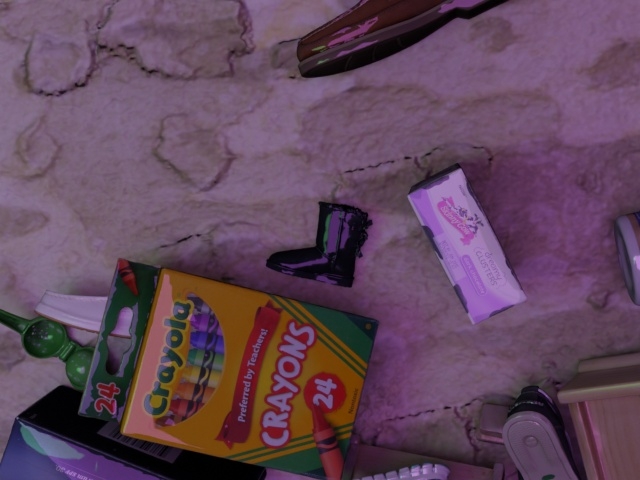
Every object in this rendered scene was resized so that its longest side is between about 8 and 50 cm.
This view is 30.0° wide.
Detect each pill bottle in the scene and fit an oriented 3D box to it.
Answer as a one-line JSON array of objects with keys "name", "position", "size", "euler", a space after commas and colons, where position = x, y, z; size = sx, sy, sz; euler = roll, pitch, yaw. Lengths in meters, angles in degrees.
[{"name": "pill bottle", "position": [0.452, 0.006, 1.413], "size": [0.187, 0.112, 0.112], "euler": [-12, 94, 6]}]

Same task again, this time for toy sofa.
[{"name": "toy sofa", "position": [0.419, 0.313, 1.443], "size": [0.150, 0.177, 0.362], "euler": [-13, 95, 31]}]

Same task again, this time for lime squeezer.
[{"name": "lime squeezer", "position": [-0.320, 0.143, 1.502], "size": [0.310, 0.110, 0.059], "euler": [37, 77, -2]}]

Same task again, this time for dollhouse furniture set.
[{"name": "dollhouse furniture set", "position": [0.071, 0.372, 1.521], "size": [0.303, 0.174, 0.355], "euler": [10, 67, 17]}]

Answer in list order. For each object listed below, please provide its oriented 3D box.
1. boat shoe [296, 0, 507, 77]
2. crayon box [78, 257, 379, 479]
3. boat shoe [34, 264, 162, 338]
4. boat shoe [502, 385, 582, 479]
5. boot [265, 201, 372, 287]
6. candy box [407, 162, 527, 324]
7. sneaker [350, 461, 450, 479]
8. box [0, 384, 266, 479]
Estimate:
[{"name": "boat shoe", "position": [0.102, -0.292, 1.428], "size": [0.307, 0.111, 0.104], "euler": [-24, 89, -3]}, {"name": "crayon box", "position": [-0.109, 0.153, 1.419], "size": [0.319, 0.081, 0.202], "euler": [14, 87, -10]}, {"name": "boat shoe", "position": [-0.213, 0.077, 1.493], "size": [0.277, 0.098, 0.096], "euler": [8, 89, -8]}, {"name": "boat shoe", "position": [0.283, 0.286, 1.465], "size": [0.084, 0.079, 0.233], "euler": [-12, 115, 18]}, {"name": "boot", "position": [0.000, 0.000, 1.488], "size": [0.121, 0.045, 0.099], "euler": [12, 99, -3]}, {"name": "candy box", "position": [0.168, -0.001, 1.396], "size": [0.070, 0.196, 0.164], "euler": [-26, 92, 7]}, {"name": "sneaker", "position": [0.078, 0.316, 1.416], "size": [0.167, 0.065, 0.076], "euler": [-15, 66, 7]}, {"name": "box", "position": [-0.262, 0.382, 1.482], "size": [0.296, 0.183, 0.294], "euler": [21, 98, 4]}]
